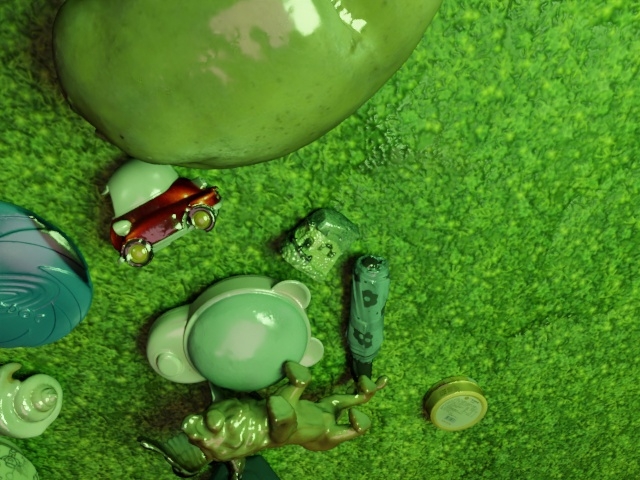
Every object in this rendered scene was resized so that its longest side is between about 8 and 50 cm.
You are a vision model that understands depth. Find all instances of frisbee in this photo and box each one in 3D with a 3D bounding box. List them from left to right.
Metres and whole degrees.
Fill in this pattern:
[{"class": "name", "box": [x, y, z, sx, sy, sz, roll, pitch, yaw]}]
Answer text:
[{"class": "frisbee", "box": [-0.428, 0.058, 0.649, 0.241, 0.045, 0.242, -4, 123, -5]}]

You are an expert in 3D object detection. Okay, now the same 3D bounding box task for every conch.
[{"class": "conch", "box": [-0.466, 0.242, 0.748, 0.176, 0.094, 0.104, -6, 140, 29]}]

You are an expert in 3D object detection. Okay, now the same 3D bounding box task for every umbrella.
[{"class": "umbrella", "box": [0.069, 0.124, 0.740, 0.053, 0.052, 0.251, -28, 135, -30]}]

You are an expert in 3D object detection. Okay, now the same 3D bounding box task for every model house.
[{"class": "model house", "box": [0.000, 0.000, 0.649, 0.078, 0.066, 0.083, 36, 110, -26]}]

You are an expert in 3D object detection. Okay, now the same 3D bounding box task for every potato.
[{"class": "potato", "box": [-0.057, -0.189, 0.430, 0.326, 0.221, 0.243, -38, 162, 22]}]

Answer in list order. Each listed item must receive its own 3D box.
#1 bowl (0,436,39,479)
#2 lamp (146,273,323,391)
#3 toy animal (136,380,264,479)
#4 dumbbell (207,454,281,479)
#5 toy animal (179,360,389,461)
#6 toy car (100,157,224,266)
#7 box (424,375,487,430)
[{"class": "bowl", "box": [-0.561, 0.397, 0.788, 0.237, 0.126, 0.238, -3, 122, -5]}, {"class": "lamp", "box": [-0.124, 0.143, 0.699, 0.245, 0.108, 0.180, -12, 118, 1]}, {"class": "toy animal", "box": [-0.141, 0.300, 0.741, 0.197, 0.272, 0.160, 29, 79, 15]}, {"class": "dumbbell", "box": [-0.119, 0.554, 0.927, 0.159, 0.144, 0.325, -10, 121, -2]}, {"class": "toy animal", "box": [-0.041, 0.249, 0.694, 0.312, 0.097, 0.157, 21, 128, -41]}, {"class": "toy car", "box": [-0.193, -0.047, 0.586, 0.139, 0.112, 0.112, -27, 105, -1]}, {"class": "box", "box": [0.236, 0.285, 0.867, 0.105, 0.037, 0.106, -3, 122, -5]}]
